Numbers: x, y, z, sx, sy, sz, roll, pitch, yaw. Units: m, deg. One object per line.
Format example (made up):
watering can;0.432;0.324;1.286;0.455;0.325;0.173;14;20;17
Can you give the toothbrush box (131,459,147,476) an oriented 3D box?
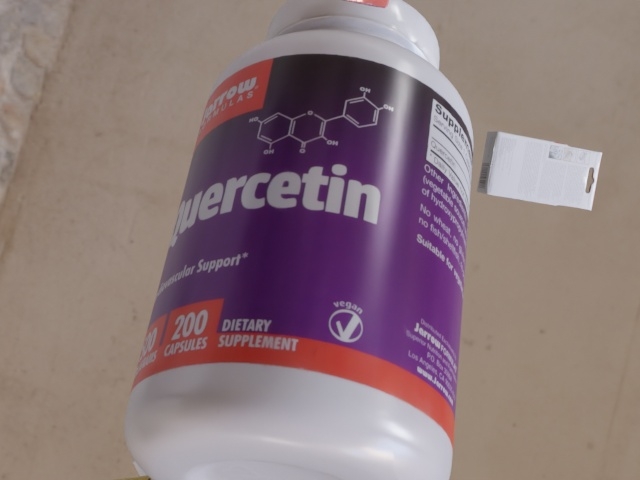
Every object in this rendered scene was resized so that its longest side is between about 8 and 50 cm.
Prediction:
toothbrush box;-0.030;0.280;1.044;0.126;0.295;0.216;-33;102;-50

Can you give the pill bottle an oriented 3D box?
pill bottle;0.000;0.000;0.600;0.181;0.181;0.323;68;26;-55

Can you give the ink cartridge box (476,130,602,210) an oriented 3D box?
ink cartridge box;0.218;-0.068;0.962;0.029;0.115;0.063;-154;-107;-76

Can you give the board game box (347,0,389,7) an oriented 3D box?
board game box;-0.092;-0.148;0.397;0.145;0.281;0.027;5;112;-27

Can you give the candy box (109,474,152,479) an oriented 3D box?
candy box;-0.037;0.321;0.682;0.122;0.268;0.317;67;15;-64
